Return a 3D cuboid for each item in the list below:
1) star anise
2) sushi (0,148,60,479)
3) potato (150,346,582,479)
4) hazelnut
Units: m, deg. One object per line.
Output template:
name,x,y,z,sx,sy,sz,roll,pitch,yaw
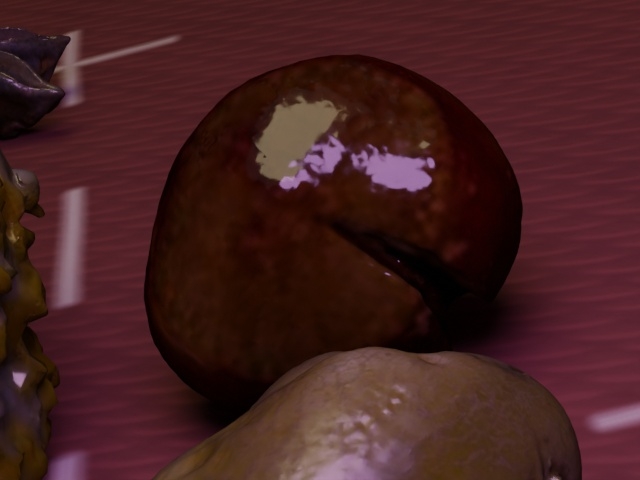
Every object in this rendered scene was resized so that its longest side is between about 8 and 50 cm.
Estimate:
star anise,-0.282,-0.117,1.466,0.197,0.073,0.212,-29,31,-18
sushi,-0.321,0.030,1.010,0.351,0.240,0.396,-23,30,-19
potato,0.013,0.121,0.768,0.200,0.137,0.154,-37,3,-38
hazelnut,0.000,0.000,0.987,0.204,0.178,0.178,-49,30,1
